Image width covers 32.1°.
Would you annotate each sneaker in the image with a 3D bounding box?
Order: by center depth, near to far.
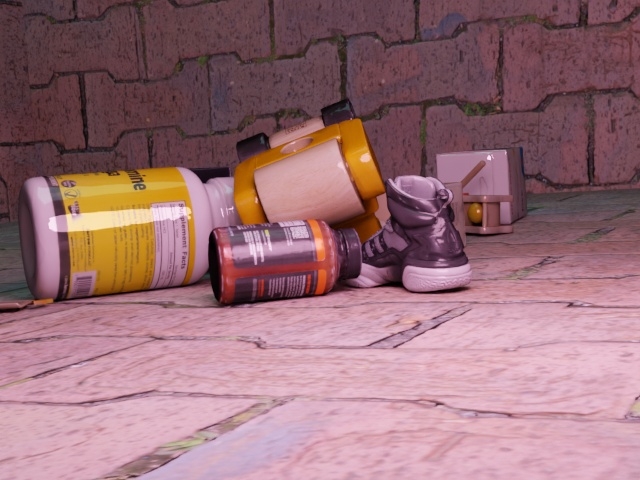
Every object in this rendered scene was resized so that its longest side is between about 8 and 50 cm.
[{"bbox_3d":[0.108,-0.013,1.534,0.101,0.153,0.269,-7,5,-33],"label":"sneaker"}]

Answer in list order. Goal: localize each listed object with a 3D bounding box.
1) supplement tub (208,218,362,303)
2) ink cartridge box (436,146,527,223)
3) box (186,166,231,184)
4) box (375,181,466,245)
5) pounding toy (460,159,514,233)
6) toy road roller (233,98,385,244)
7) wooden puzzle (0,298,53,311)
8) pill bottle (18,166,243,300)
[{"bbox_3d":[-0.047,0.026,1.494,0.198,0.106,0.106,-5,5,-14],"label":"supplement tub"},{"bbox_3d":[0.382,-0.129,2.614,0.168,0.171,0.233,-3,4,20],"label":"ink cartridge box"},{"bbox_3d":[-0.405,-0.065,2.484,0.343,0.179,0.312,-6,4,-25],"label":"box"},{"bbox_3d":[0.094,-0.036,2.026,0.311,0.121,0.148,-2,6,26],"label":"box"},{"bbox_3d":[0.288,-0.092,2.329,0.154,0.154,0.269,-1,3,-24],"label":"pounding toy"},{"bbox_3d":[0.006,-0.053,1.690,0.203,0.240,0.329,-21,20,6],"label":"toy road roller"},{"bbox_3d":[-0.449,0.094,1.583,0.116,0.014,0.078,-3,0,10],"label":"wooden puzzle"},{"bbox_3d":[-0.282,-0.016,1.710,0.334,0.187,0.188,-6,5,-24],"label":"pill bottle"}]
